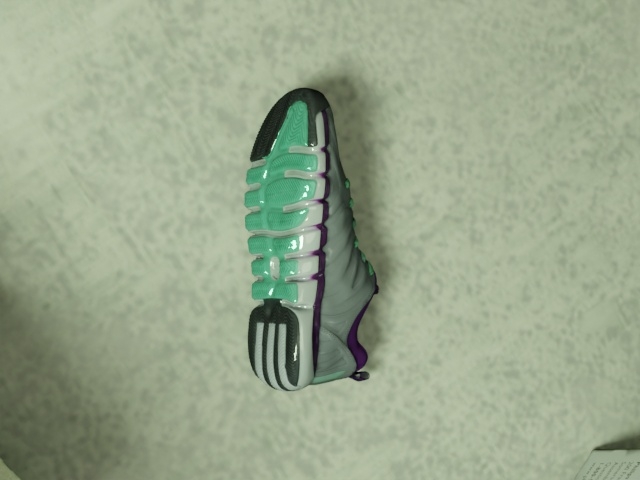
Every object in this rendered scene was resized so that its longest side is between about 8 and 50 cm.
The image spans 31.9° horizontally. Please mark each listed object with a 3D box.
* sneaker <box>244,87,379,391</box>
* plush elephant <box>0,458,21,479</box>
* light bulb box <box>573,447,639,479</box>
[{"bbox_3d":[0.000,0.000,0.848,0.098,0.083,0.224,3,92,-39],"label":"sneaker"},{"bbox_3d":[-0.309,0.207,0.642,0.271,0.255,0.330,5,64,3],"label":"plush elephant"},{"bbox_3d":[0.277,0.334,0.729,0.225,0.361,0.358,47,63,-12],"label":"light bulb box"}]
